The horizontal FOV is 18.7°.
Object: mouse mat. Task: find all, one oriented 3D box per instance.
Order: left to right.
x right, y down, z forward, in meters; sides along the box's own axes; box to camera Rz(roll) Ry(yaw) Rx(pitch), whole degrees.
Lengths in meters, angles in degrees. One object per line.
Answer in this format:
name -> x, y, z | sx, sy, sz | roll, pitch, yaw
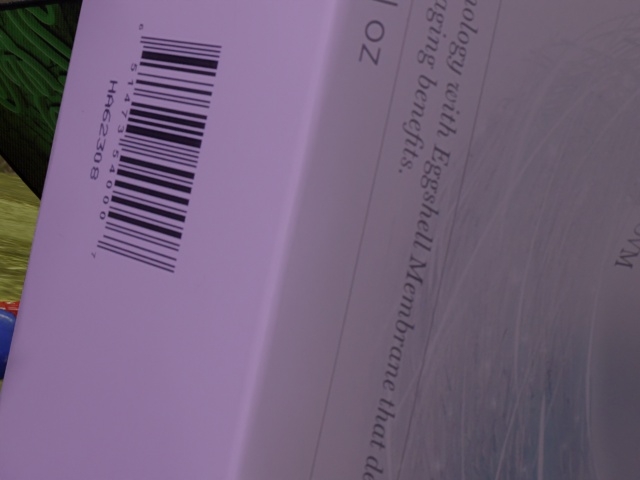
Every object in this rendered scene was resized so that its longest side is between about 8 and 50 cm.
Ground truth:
mouse mat -> -0.093, -0.041, 0.887 | 0.152, 0.007, 0.190 | -1, -41, 39

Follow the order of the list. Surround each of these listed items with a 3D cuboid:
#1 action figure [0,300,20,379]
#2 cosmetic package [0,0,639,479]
action figure -> -0.181, -0.020, 0.637 | 0.280, 0.139, 0.091 | -1, 10, -42
cosmetic package -> 0.054, -0.007, 0.535 | 0.224, 0.224, 0.138 | 10, 3, -33
